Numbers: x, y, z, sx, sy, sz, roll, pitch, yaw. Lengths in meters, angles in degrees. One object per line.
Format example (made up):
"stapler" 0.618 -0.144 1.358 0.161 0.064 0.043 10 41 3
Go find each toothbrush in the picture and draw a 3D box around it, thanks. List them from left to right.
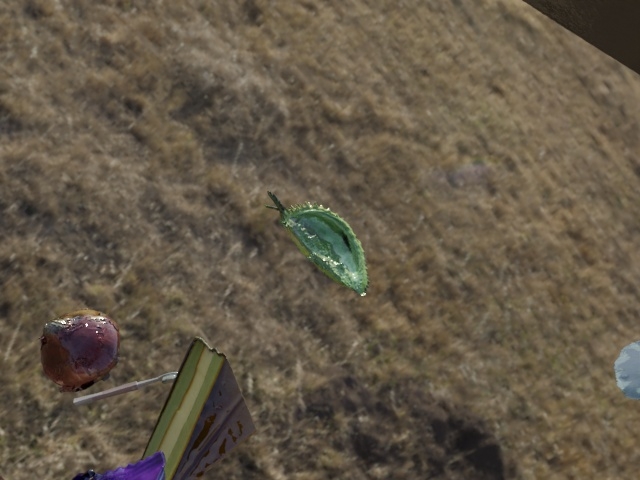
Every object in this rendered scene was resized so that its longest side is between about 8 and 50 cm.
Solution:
"toothbrush" -0.338 0.259 1.492 0.017 0.194 0.014 -95 168 -51

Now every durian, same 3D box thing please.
"durian" 0.000 0.000 1.318 0.215 0.086 0.100 44 14 2

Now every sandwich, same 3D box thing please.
"sandwich" -0.206 0.260 1.253 0.187 0.117 0.144 -36 116 -22

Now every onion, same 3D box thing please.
"onion" -0.503 0.214 1.745 0.147 0.184 0.184 44 28 -45

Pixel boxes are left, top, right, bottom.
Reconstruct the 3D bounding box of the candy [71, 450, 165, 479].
"candy" -0.236 0.416 1.119 0.070 0.145 0.275 38 29 -65

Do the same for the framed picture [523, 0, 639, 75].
"framed picture" 0.273 -0.192 0.749 0.324 0.013 0.244 37 6 13

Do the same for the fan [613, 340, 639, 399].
"fan" 0.291 0.063 0.559 0.131 0.240 0.009 -146 -137 -72

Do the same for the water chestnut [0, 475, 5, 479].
"water chestnut" -0.507 0.372 1.060 0.289 0.289 0.244 11 41 -50
